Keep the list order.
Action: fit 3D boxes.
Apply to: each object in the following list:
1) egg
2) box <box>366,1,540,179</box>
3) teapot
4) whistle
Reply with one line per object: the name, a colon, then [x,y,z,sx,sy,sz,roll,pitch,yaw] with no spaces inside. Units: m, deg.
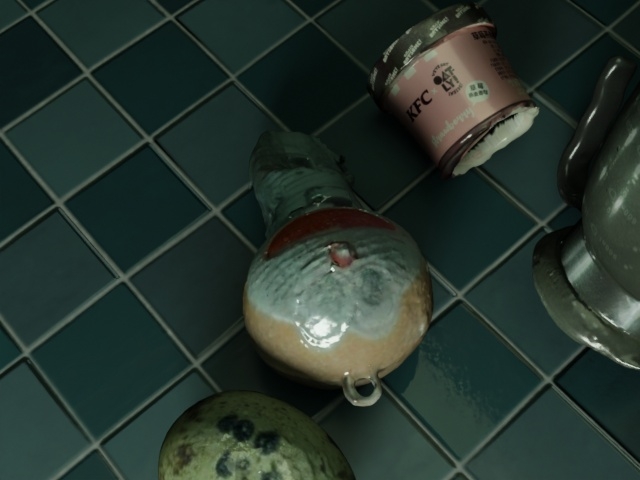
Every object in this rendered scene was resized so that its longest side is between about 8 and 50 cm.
egg: [-0.052,0.208,0.737,0.181,0.141,0.141,24,67,3]
box: [0.146,-0.151,0.909,0.151,0.151,0.135,-29,76,-12]
teapot: [0.297,-0.031,0.785,0.223,0.285,0.305,-13,56,-40]
whistle: [0.000,0.000,0.831,0.189,0.189,0.348,-14,53,-5]
